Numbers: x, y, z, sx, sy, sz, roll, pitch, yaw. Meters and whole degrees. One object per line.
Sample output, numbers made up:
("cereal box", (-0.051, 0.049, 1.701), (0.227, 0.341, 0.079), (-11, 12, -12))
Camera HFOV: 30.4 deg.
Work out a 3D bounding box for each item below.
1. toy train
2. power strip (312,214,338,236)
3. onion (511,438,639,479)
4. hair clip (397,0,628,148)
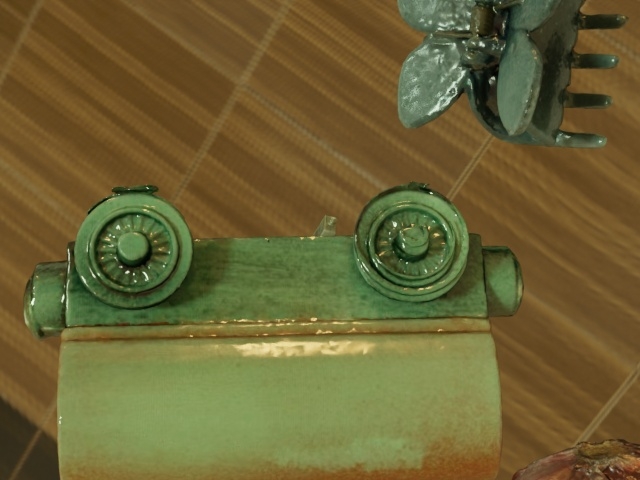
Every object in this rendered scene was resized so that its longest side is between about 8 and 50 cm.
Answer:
("toy train", (-0.023, 0.065, 0.664), (0.285, 0.116, 0.177), (-1, 73, -6))
("power strip", (0.000, 0.000, 1.382), (0.017, 0.027, 0.083), (15, 137, -15))
("onion", (0.292, 0.279, 1.146), (0.206, 0.098, 0.151), (-11, 121, 15))
("hair clip", (0.293, -0.294, 1.692), (0.392, 0.238, 0.318), (9, 91, 52))
